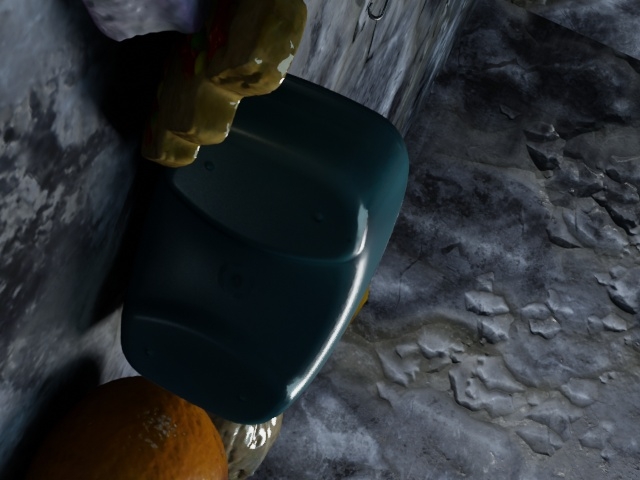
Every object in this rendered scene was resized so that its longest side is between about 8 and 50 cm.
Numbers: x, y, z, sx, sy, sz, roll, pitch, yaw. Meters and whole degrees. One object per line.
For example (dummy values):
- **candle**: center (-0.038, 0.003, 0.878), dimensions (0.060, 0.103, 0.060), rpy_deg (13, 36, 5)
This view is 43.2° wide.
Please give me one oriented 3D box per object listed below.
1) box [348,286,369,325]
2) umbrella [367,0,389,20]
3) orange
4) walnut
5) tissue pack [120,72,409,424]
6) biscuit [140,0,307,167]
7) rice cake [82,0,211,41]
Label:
- **box**: center (0.000, 0.000, 1.158), dimensions (0.415, 0.116, 0.264), rpy_deg (-36, 135, -74)
- **umbrella**: center (0.137, -0.441, 1.160), dimensions (0.269, 0.044, 0.044), rpy_deg (-64, -156, 15)
- **orange**: center (-0.179, 0.238, 0.744), dimensions (0.224, 0.170, 0.224), rpy_deg (25, 90, -85)
- **walnut**: center (-0.150, 0.272, 1.178), dimensions (0.230, 0.178, 0.178), rpy_deg (-54, 179, 27)
- **tissue pack**: center (-0.047, -0.003, 0.715), dimensions (0.206, 0.198, 0.287), rpy_deg (-60, 173, -61)
- **biscuit**: center (-0.066, -0.131, 0.509), dimensions (0.238, 0.041, 0.212), rpy_deg (-46, -146, 39)
- **rice cake**: center (-0.090, -0.179, 0.262), dimensions (0.399, 0.064, 0.070), rpy_deg (89, 6, -75)
